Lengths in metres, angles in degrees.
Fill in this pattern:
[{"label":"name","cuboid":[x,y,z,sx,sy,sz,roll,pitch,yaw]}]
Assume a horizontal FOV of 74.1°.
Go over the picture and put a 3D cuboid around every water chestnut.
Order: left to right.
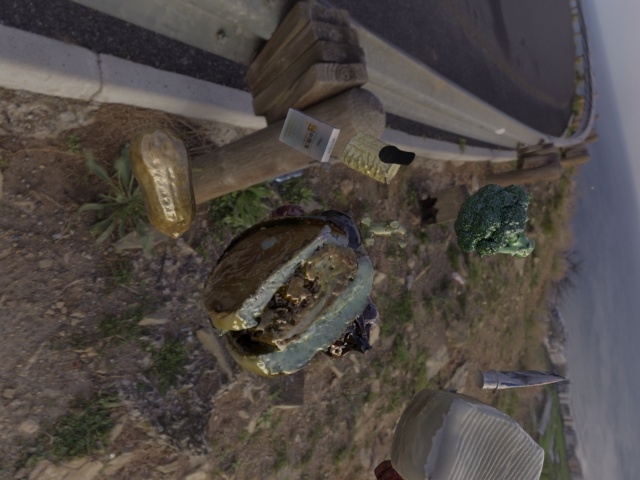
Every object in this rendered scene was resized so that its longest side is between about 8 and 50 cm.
[{"label":"water chestnut","cuboid":[0.071,0.275,1.486,0.244,0.289,0.288,-82,149,-74]}]

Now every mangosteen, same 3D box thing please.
[{"label":"mangosteen","cuboid":[0.000,0.000,1.177,0.194,0.231,0.194,23,90,-83]}]

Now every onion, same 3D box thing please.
[{"label":"onion","cuboid":[-0.082,-0.059,1.484,0.206,0.098,0.151,23,39,-4]}]

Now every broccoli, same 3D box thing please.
[{"label":"broccoli","cuboid":[0.566,-0.051,1.348,0.270,0.270,0.269,36,50,-12]}]

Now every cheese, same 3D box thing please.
[{"label":"cheese","cuboid":[0.160,-0.256,1.309,0.123,0.167,0.094,-55,159,-11]}]

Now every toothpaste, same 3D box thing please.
[{"label":"toothpaste","cuboid":[0.625,0.433,1.336,0.267,0.096,0.061,0,88,-8]}]

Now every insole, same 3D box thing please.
[{"label":"insole","cuboid":[0.190,-0.215,1.074,0.002,0.153,0.053,32,90,-31]}]

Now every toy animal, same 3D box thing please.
[{"label":"toy animal","cuboid":[0.226,-0.041,1.511,0.219,0.101,0.103,4,106,-12]}]

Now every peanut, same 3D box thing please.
[{"label":"peanut","cuboid":[-0.305,-0.110,0.839,0.110,0.120,0.236,-42,144,-43]}]

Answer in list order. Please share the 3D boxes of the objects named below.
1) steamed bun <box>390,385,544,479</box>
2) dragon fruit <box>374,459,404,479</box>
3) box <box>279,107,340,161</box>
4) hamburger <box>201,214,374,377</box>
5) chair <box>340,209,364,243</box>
[{"label":"steamed bun","cuboid":[0.305,0.477,0.966,0.384,0.236,0.246,34,74,-28]},{"label":"dragon fruit","cuboid":[0.306,0.770,1.327,0.228,0.286,0.329,49,14,23]},{"label":"box","cuboid":[-0.050,-0.460,1.846,0.067,0.243,0.155,-19,134,-58]},{"label":"hamburger","cuboid":[-0.079,0.085,0.835,0.318,0.277,0.195,-40,117,-22]},{"label":"chair","cuboid":[-0.034,0.019,1.892,0.203,0.417,0.240,52,56,-31]}]
